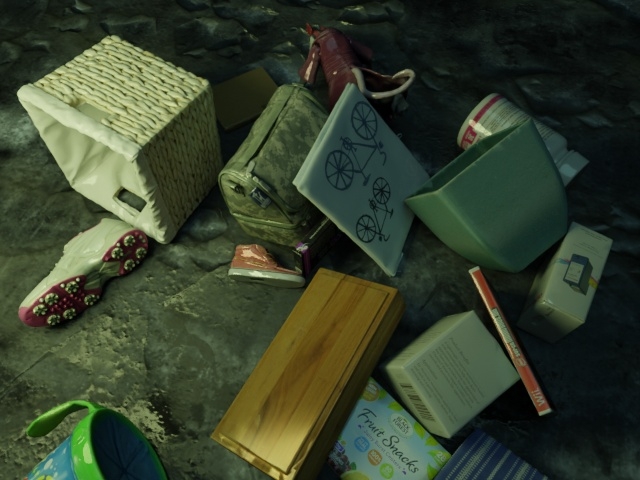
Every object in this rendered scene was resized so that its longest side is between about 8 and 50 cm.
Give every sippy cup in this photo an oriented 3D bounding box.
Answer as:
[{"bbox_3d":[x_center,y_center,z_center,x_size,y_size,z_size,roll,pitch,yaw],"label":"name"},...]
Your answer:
[{"bbox_3d":[-0.412,0.449,0.864,0.224,0.240,0.305,-35,27,-6],"label":"sippy cup"}]

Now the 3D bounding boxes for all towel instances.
[{"bbox_3d":[0.354,0.478,0.837,0.336,0.040,0.243,32,30,29],"label":"towel"}]

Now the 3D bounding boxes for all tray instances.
[{"bbox_3d":[-0.015,0.251,0.998,0.202,0.076,0.411,13,59,37],"label":"tray"}]

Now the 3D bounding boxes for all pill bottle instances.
[{"bbox_3d":[0.494,-0.222,1.250,0.160,0.160,0.283,-39,67,-19],"label":"pill bottle"}]

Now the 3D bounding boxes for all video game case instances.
[{"bbox_3d":[0.381,0.202,0.999,0.025,0.204,0.285,-28,61,16],"label":"video game case"}]

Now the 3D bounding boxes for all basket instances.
[{"bbox_3d":[-0.425,-0.228,1.177,0.328,0.331,0.266,29,59,15],"label":"basket"}]

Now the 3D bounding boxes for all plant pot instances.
[{"bbox_3d":[0.378,-0.070,1.108,0.247,0.248,0.252,-37,94,-5],"label":"plant pot"}]

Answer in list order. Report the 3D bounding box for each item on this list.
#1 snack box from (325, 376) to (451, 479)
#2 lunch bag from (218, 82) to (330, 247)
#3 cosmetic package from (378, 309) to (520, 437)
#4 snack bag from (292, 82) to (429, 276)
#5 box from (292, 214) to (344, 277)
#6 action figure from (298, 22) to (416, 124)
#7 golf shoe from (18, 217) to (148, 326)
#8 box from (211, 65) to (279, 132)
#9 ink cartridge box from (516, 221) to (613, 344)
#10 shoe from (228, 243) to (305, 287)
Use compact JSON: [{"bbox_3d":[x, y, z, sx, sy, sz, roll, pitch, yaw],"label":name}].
[{"bbox_3d":[0.109,0.396,0.962,0.174,0.070,0.207,-41,69,-17],"label":"snack box"},{"bbox_3d":[-0.087,-0.167,1.152,0.212,0.256,0.305,14,63,26],"label":"lunch bag"},{"bbox_3d":[0.240,0.252,0.975,0.183,0.151,0.151,-32,84,-17],"label":"cosmetic package"},{"bbox_3d":[0.115,-0.137,1.165,0.037,0.342,0.323,-10,47,48],"label":"snack bag"},{"bbox_3d":[0.000,0.000,1.158,0.029,0.116,0.162,35,66,19],"label":"box"},{"bbox_3d":[0.050,-0.437,1.327,0.248,0.276,0.370,-28,78,-7],"label":"action figure"},{"bbox_3d":[-0.541,0.065,1.143,0.140,0.115,0.306,32,59,28],"label":"golf shoe"},{"bbox_3d":[-0.215,-0.402,1.437,0.201,0.021,0.164,-28,64,-14],"label":"box"},{"bbox_3d":[0.513,0.093,1.078,0.093,0.154,0.212,29,64,14],"label":"ink cartridge box"},{"bbox_3d":[-0.117,0.056,1.157,0.177,0.063,0.081,6,66,9],"label":"shoe"}]
